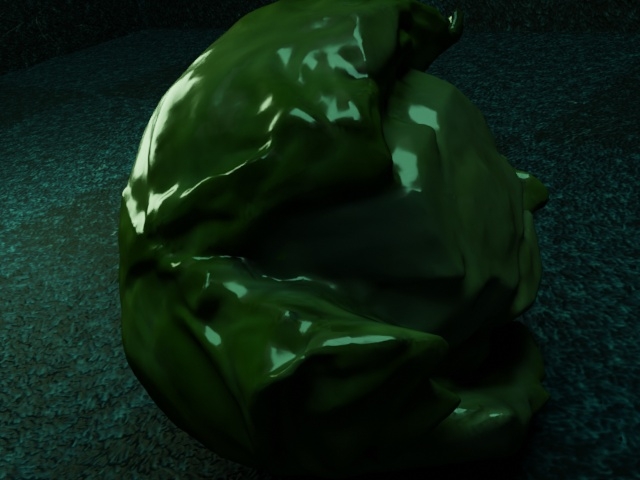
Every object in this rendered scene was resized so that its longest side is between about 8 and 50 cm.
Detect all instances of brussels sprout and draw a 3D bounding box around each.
[{"bbox_3d":[-0.009,0.007,0.771,0.361,0.425,0.342,-20,-29,36],"label":"brussels sprout"}]
